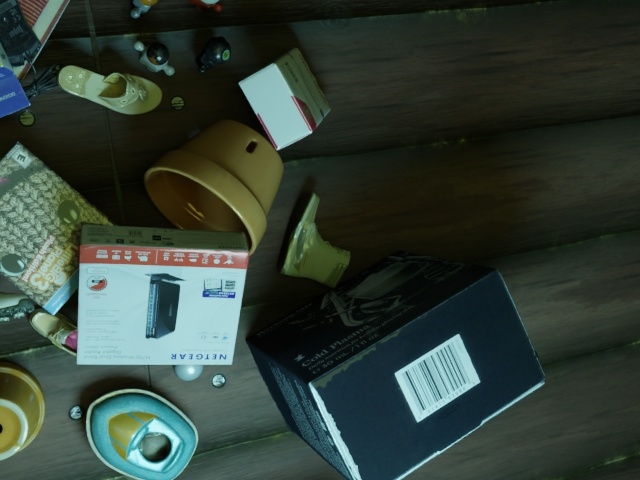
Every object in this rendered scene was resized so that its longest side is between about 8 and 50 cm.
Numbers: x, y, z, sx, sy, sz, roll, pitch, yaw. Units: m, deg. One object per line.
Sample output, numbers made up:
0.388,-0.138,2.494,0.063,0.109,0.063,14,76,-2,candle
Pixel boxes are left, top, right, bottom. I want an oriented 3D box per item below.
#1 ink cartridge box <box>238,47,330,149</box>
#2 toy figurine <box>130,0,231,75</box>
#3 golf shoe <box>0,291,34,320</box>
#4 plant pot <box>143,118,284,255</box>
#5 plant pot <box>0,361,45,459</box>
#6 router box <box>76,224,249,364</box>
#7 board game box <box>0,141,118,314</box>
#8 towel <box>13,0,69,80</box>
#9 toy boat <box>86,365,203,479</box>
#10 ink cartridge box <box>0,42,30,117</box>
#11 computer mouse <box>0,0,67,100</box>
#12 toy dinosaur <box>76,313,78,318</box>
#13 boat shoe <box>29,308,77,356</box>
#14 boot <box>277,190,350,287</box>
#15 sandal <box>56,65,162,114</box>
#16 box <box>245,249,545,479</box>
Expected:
-0.075,-0.327,1.864,0.100,0.237,0.172,-25,105,19,ink cartridge box
-0.311,-0.475,1.813,0.210,0.148,0.213,-7,97,-20,toy figurine
-0.723,0.110,1.679,0.273,0.105,0.120,0,82,8,golf shoe
-0.216,-0.129,1.822,0.291,0.291,0.203,43,61,-18,plant pot
-0.680,0.372,1.710,0.205,0.188,0.205,-2,94,-21,plant pot
-0.334,0.120,1.718,0.335,0.082,0.301,2,121,-15,router box
-0.606,-0.027,1.736,0.291,0.141,0.232,42,79,-18,board game box
-0.720,-0.513,1.706,0.329,0.037,0.237,31,81,-26,towel
-0.372,0.385,1.849,0.267,0.148,0.318,32,83,-20,toy boat
-0.783,-0.354,1.612,0.304,0.072,0.307,-22,102,3,ink cartridge box
-0.668,-0.396,1.694,0.184,0.060,0.262,-46,125,-21,computer mouse
-0.394,0.086,1.856,0.314,0.121,0.160,-1,106,-25,toy dinosaur
-0.564,0.208,1.812,0.170,0.059,0.063,35,81,-19,boat shoe
0.000,0.000,2.003,0.165,0.077,0.213,18,92,-20,boot
-0.446,-0.327,1.783,0.240,0.079,0.088,9,96,-34,sandal
0.150,0.270,1.866,0.480,0.472,0.297,-29,102,-16,box
